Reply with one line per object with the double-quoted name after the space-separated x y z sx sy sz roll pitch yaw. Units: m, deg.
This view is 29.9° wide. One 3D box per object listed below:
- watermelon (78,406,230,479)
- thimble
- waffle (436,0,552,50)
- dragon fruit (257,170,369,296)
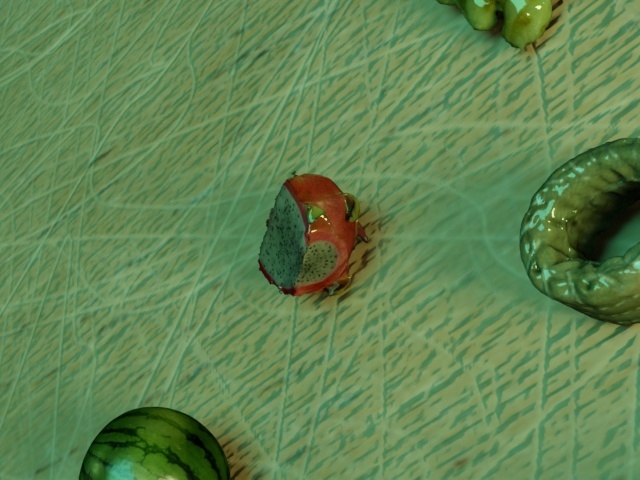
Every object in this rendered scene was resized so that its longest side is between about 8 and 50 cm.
-0.104 0.161 0.775 0.109 0.109 0.109 -21 58 37 "watermelon"
0.161 -0.005 0.613 0.110 0.062 0.084 -22 60 37 "thimble"
0.135 -0.250 0.761 0.223 0.054 0.204 -49 44 18 "waffle"
0.000 0.000 0.776 0.056 0.060 0.083 50 135 38 "dragon fruit"
